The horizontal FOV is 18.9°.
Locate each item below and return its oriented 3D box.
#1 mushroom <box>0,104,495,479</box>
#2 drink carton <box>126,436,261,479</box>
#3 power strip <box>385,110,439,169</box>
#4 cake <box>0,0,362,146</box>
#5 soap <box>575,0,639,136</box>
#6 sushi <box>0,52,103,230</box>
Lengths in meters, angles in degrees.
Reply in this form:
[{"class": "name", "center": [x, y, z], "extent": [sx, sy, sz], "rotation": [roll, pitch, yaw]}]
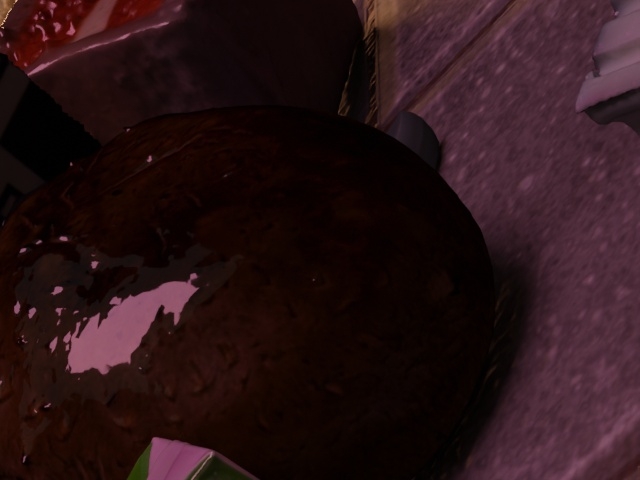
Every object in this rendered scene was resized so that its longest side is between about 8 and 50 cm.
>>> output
[{"class": "mushroom", "center": [-0.072, 0.053, 1.178], "extent": [0.345, 0.239, 0.345], "rotation": [-39, 19, 16]}, {"class": "drink carton", "center": [-0.073, 0.254, 0.975], "extent": [0.271, 0.161, 0.108], "rotation": [-60, 20, -13]}, {"class": "power strip", "center": [0.000, 0.000, 1.432], "extent": [0.216, 0.044, 0.137], "rotation": [-37, 25, 38]}, {"class": "cake", "center": [-0.116, -0.160, 1.645], "extent": [0.237, 0.230, 0.309], "rotation": [-15, 33, 24]}, {"class": "soap", "center": [0.261, -0.134, 0.989], "extent": [0.261, 0.094, 0.150], "rotation": [-20, 43, 57]}, {"class": "sushi", "center": [-0.180, 0.082, 1.347], "extent": [0.100, 0.296, 0.373], "rotation": [-12, 44, 46]}]
